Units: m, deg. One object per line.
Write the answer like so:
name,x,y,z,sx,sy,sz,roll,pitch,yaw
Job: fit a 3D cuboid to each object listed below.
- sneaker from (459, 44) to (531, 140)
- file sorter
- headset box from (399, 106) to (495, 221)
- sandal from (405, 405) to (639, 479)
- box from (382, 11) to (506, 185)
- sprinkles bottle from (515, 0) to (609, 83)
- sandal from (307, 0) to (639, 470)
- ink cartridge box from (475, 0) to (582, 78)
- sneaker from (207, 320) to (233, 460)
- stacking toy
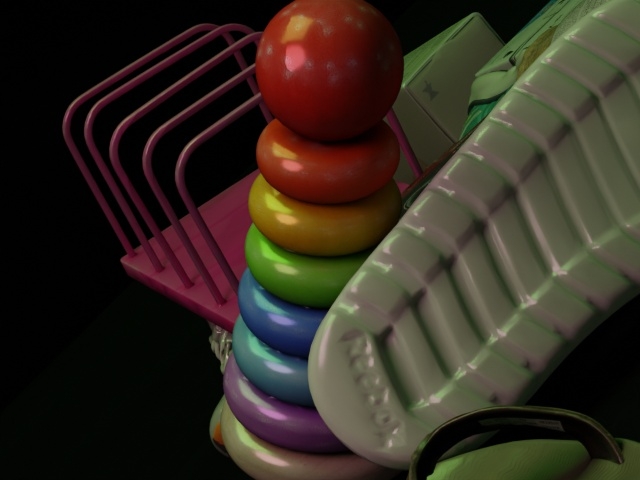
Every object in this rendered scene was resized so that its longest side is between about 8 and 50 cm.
sneaker,0.199,-0.103,1.537,0.110,0.107,0.275,-64,9,-13
file sorter,-0.070,-0.067,1.414,0.202,0.182,0.291,-35,25,-18
headset box,0.143,-0.017,1.214,0.218,0.110,0.293,-43,9,-14
sandal,0.095,0.121,0.814,0.120,0.086,0.303,-44,5,-20
box,0.101,-0.135,1.933,0.148,0.121,0.311,-46,10,-26
sprinkles bottle,0.250,-0.151,1.228,0.121,0.121,0.355,-44,1,-14
sandal,0.159,-0.024,1.020,0.416,0.169,0.102,-37,-11,-6
ink cartridge box,0.265,-0.201,1.694,0.139,0.082,0.191,-45,8,-20
sneaker,-0.059,0.098,1.419,0.099,0.121,0.262,-67,-7,27
stacking toy,0.000,0.000,1.058,0.141,0.330,0.141,-1,33,0
